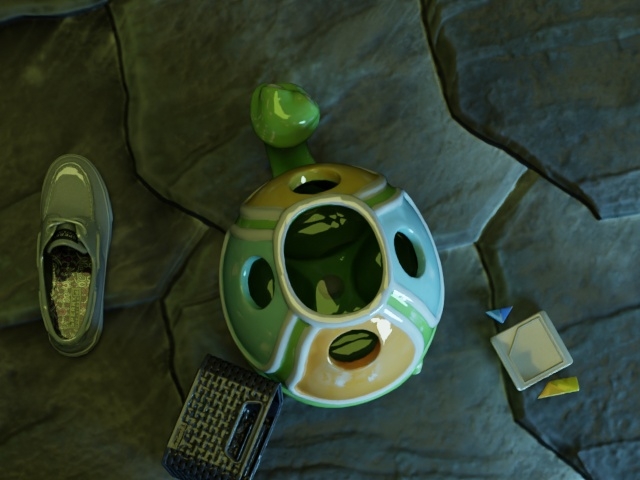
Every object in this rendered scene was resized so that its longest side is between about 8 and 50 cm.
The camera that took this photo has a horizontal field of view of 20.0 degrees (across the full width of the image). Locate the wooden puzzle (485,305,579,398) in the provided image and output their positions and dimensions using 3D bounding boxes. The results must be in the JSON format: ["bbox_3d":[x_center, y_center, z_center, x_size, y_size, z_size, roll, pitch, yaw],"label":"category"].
[{"bbox_3d":[0.232,0.122,1.992,0.078,0.014,0.116,-20,79,-9],"label":"wooden puzzle"}]

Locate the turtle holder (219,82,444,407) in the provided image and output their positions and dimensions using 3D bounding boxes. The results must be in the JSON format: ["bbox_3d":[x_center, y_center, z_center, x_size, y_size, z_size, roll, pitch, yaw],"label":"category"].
[{"bbox_3d":[0.017,0.009,1.905,0.243,0.227,0.320,12,78,3],"label":"turtle holder"}]

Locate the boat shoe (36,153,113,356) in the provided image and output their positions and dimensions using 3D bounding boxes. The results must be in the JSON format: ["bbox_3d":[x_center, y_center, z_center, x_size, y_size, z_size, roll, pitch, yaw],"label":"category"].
[{"bbox_3d":[-0.269,0.011,1.978,0.079,0.081,0.228,-2,78,-1],"label":"boat shoe"}]

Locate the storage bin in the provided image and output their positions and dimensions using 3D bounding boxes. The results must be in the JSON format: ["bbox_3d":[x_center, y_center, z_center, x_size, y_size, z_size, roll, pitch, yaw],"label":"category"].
[{"bbox_3d":[-0.100,0.198,1.888,0.084,0.180,0.122,22,78,5],"label":"storage bin"}]
